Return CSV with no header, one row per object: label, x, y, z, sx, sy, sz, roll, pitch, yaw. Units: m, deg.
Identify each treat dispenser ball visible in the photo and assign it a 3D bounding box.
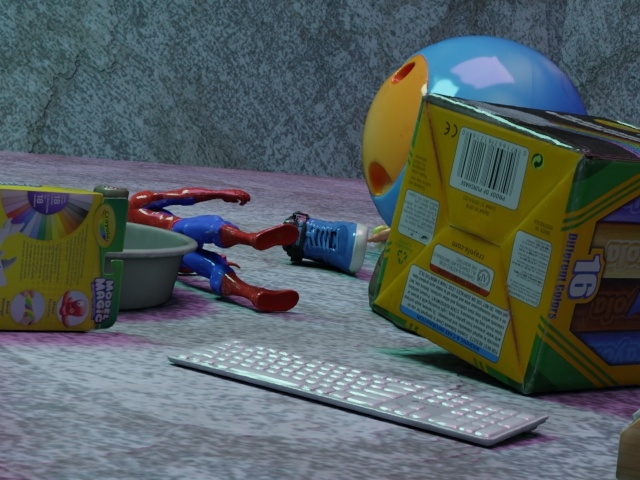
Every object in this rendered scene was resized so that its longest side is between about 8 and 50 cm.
treat dispenser ball,0.194,-0.111,1.833,0.288,0.288,0.288,6,5,-1

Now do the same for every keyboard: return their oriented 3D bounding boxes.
keyboard,0.018,0.094,0.945,0.256,0.014,0.072,10,7,37

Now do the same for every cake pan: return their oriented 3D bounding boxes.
cake pan,-0.254,0.013,1.270,0.293,0.054,0.293,6,6,-1

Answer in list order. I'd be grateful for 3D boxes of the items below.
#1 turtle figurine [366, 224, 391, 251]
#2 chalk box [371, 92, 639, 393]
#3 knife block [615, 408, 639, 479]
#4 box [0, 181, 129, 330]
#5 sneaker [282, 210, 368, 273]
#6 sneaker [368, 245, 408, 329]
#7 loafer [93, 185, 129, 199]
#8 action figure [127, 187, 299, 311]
turtle figurine,0.178,0.017,1.555,0.269,0.087,0.217,-3,-2,-3
chalk box,0.217,0.002,1.150,0.288,0.179,0.180,3,16,-39
knife block,0.330,0.121,0.768,0.275,0.242,0.088,-39,-12,18
box,-0.227,0.011,1.055,0.179,0.105,0.043,4,7,-30
sneaker,0.000,0.001,1.641,0.084,0.058,0.152,11,0,-11
sneaker,0.091,0.039,1.292,0.066,0.071,0.188,4,5,-24
loafer,-0.257,-0.031,1.767,0.056,0.050,0.148,9,-10,-5
action figure,-0.090,0.001,1.406,0.139,0.092,0.280,-7,13,-39
